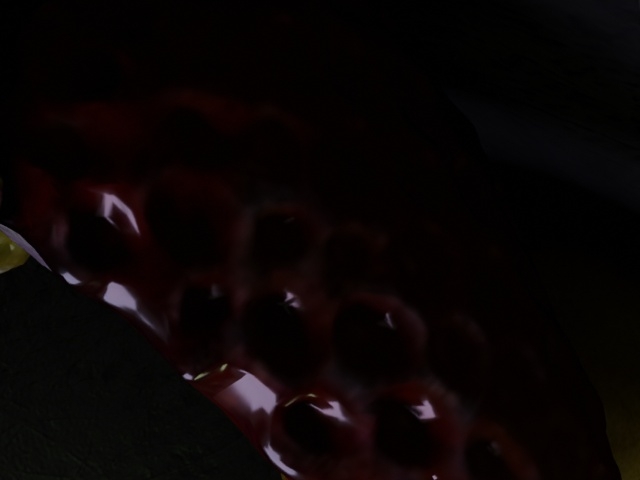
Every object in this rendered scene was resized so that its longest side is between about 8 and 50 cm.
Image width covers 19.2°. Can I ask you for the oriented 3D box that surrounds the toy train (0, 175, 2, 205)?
[{"bbox_3d":[-0.143,-0.080,0.453,0.160,0.100,0.296,44,146,19],"label":"toy train"}]

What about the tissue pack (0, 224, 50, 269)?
[{"bbox_3d":[-0.065,-0.024,0.907,0.185,0.124,0.225,27,173,13],"label":"tissue pack"}]

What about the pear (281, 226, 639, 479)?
[{"bbox_3d":[0.081,0.091,0.841,0.209,0.209,0.209,28,173,4],"label":"pear"}]

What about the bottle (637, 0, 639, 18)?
[{"bbox_3d":[0.123,-0.022,0.421,0.096,0.079,0.253,-12,162,9],"label":"bottle"}]

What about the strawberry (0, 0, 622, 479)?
[{"bbox_3d":[-0.011,-0.011,0.631,0.280,0.150,0.253,38,173,39],"label":"strawberry"}]

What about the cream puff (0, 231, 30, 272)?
[{"bbox_3d":[-0.270,-0.063,1.118,0.244,0.244,0.196,28,142,5],"label":"cream puff"}]
